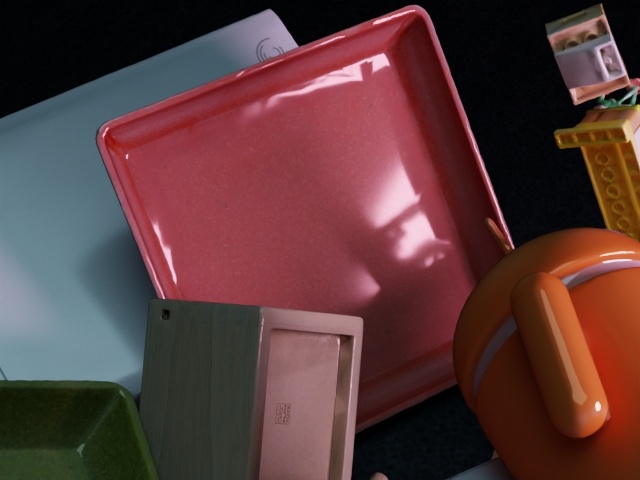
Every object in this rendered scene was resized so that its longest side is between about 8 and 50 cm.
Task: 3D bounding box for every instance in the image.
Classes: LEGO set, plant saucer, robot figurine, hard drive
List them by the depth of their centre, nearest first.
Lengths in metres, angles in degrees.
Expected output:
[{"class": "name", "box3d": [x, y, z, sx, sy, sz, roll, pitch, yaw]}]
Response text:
[{"class": "robot figurine", "box3d": [0.146, 0.080, 0.780, 0.158, 0.128, 0.219, -2, 42, -33]}, {"class": "plant saucer", "box3d": [-0.171, 0.163, 0.867, 0.188, 0.045, 0.188, 5, 48, -35]}, {"class": "LEGO set", "box3d": [0.241, -0.032, 0.986, 0.287, 0.132, 0.107, 42, 46, 1]}, {"class": "plant saucer", "box3d": [0.000, 0.000, 1.108, 0.258, 0.048, 0.259, -24, 97, -21]}, {"class": "hard drive", "box3d": [-0.128, -0.009, 1.152, 0.353, 0.047, 0.233, -26, 73, -23]}]

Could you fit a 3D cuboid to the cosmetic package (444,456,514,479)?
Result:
[{"class": "cosmetic package", "box3d": [0.133, 0.260, 0.845, 0.138, 0.224, 0.224, -17, 51, -39]}]

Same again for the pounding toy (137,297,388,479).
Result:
[{"class": "pounding toy", "box3d": [-0.037, 0.145, 1.009, 0.094, 0.181, 0.206, 3, 86, 30]}]

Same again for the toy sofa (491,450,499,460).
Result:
[{"class": "toy sofa", "box3d": [0.298, 0.164, 1.001, 0.363, 0.150, 0.177, 32, 50, 21]}]
